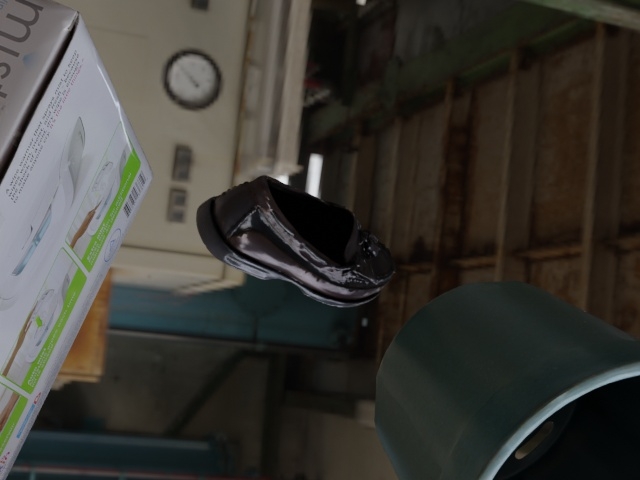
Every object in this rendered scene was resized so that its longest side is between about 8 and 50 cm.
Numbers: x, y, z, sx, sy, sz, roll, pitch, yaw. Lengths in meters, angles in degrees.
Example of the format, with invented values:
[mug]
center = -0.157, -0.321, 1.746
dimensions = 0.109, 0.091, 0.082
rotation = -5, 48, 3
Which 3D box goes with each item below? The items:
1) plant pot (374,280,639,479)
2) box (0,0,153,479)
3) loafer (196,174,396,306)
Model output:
[plant pot]
center = 0.217, 0.205, 1.068
dimensions = 0.334, 0.341, 0.341
rotation = -132, -128, -66
[box]
center = -0.213, 0.016, 0.620
dimensions = 0.231, 0.126, 0.262
rotation = 84, 29, -73
[loafer]
center = 0.000, 0.000, 1.236
dimensions = 0.095, 0.302, 0.109
rotation = -36, -122, 28
